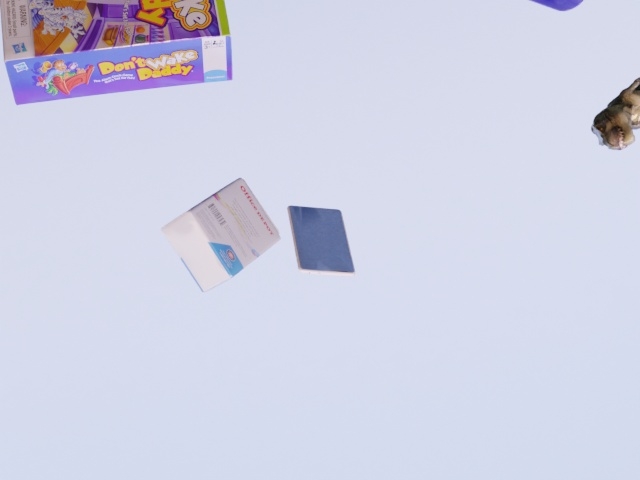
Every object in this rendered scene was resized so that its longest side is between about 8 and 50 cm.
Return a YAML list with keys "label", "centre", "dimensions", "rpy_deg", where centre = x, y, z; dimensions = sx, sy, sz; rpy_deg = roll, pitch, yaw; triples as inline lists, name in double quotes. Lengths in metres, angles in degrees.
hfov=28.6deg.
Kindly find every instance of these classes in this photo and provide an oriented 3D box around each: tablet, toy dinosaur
- label: "tablet"
  centre: [0.000, 0.000, 1.152]
  dimensions: [0.054, 0.006, 0.083]
  rpy_deg: [4, -135, -17]
- label: "toy dinosaur"
  centre: [0.357, -0.148, 1.292]
  dimensions: [0.118, 0.064, 0.268]
  rpy_deg: [-25, 178, 30]

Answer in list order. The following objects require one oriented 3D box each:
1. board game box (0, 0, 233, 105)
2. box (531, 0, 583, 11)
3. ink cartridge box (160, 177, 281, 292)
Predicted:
- label: "board game box"
  centre: [-0.237, -0.322, 1.395]
  dimensions: [0.233, 0.078, 0.347]
  rpy_deg: [-8, -120, -8]
- label: "box"
  centre: [0.163, -0.225, 0.842]
  dimensions: [0.081, 0.136, 0.028]
  rpy_deg: [26, -161, 28]
- label: "ink cartridge box"
  centre: [-0.110, -0.008, 1.424]
  dimensions: [0.052, 0.088, 0.122]
  rpy_deg: [-30, -175, 34]
